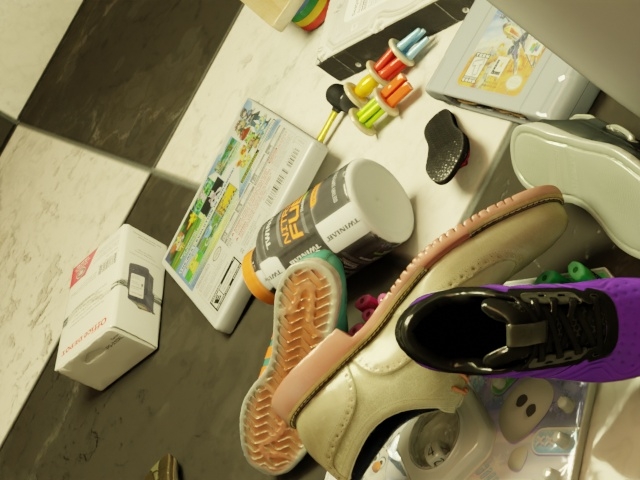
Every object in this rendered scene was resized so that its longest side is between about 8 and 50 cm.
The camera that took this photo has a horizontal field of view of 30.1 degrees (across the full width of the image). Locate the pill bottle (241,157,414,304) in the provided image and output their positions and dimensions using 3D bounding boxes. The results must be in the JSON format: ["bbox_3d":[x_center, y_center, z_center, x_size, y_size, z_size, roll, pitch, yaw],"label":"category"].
[{"bbox_3d":[0.000,0.000,1.630,0.245,0.130,0.130,-34,39,36],"label":"pill bottle"}]

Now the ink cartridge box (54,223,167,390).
[{"bbox_3d":[-0.364,0.118,2.085,0.172,0.100,0.237,-37,36,32],"label":"ink cartridge box"}]

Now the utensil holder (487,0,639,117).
[{"bbox_3d":[0.320,-0.322,1.194,0.327,0.385,0.328,-35,39,34],"label":"utensil holder"}]

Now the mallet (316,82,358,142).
[{"bbox_3d":[0.003,-0.156,1.859,0.062,0.039,0.190,24,88,60],"label":"mallet"}]

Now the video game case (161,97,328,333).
[{"bbox_3d":[-0.131,-0.050,1.931,0.329,0.036,0.300,-62,30,7],"label":"video game case"}]

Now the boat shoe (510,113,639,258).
[{"bbox_3d":[0.317,-0.069,1.257,0.302,0.091,0.114,-134,34,-53],"label":"boat shoe"}]

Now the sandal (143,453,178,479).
[{"bbox_3d":[-0.226,0.394,1.697,0.090,0.060,0.219,-41,20,17],"label":"sandal"}]

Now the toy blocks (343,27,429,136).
[{"bbox_3d":[0.106,-0.239,1.758,0.148,0.054,0.123,-42,34,26],"label":"toy blocks"}]

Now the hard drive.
[{"bbox_3d":[0.138,-0.408,1.850,0.339,0.064,0.237,-20,48,48],"label":"hard drive"}]

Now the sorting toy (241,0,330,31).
[{"bbox_3d":[-0.021,-0.498,2.131,0.255,0.089,0.257,-54,31,9],"label":"sorting toy"}]

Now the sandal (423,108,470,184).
[{"bbox_3d":[0.173,-0.122,1.583,0.067,0.040,0.179,-40,21,20],"label":"sandal"}]

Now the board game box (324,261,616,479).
[{"bbox_3d":[0.128,0.219,1.332,0.390,0.050,0.390,-13,54,51],"label":"board game box"}]

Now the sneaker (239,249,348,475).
[{"bbox_3d":[-0.020,0.156,1.540,0.121,0.108,0.302,-34,-39,-69],"label":"sneaker"}]

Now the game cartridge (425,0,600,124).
[{"bbox_3d":[0.267,-0.250,1.536,0.297,0.062,0.198,27,91,59],"label":"game cartridge"}]

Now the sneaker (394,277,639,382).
[{"bbox_3d":[0.211,0.089,1.130,0.293,0.146,0.102,-4,85,14],"label":"sneaker"}]

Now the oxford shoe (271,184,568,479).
[{"bbox_3d":[0.133,0.105,1.290,0.397,0.140,0.146,-44,65,14],"label":"oxford shoe"}]
